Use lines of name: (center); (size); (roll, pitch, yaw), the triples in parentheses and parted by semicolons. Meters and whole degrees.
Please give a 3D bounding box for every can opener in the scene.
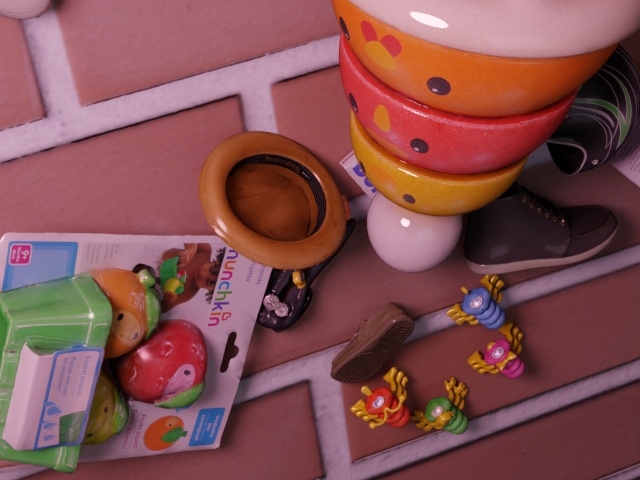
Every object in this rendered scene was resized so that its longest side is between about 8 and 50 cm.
can opener: (-0.022, 0.036, 1.532); (0.059, 0.073, 0.186); (32, 103, 5)

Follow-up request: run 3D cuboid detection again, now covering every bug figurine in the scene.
bug figurine: (0.186, 0.182, 1.679); (0.279, 0.072, 0.216); (-47, 135, 8)

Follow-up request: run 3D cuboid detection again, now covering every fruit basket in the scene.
fruit basket: (-0.232, 0.142, 1.429); (0.353, 0.165, 0.327); (4, 117, -30)

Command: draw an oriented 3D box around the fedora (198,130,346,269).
fedora: (-0.065, -0.036, 1.422); (0.194, 0.194, 0.079); (10, 149, -28)

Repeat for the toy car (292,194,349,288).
toy car: (0.000, 0.000, 1.484); (0.060, 0.040, 0.122); (6, 84, 11)

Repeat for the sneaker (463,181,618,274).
sneaker: (0.299, -0.033, 1.607); (0.222, 0.083, 0.118); (-14, 123, -15)

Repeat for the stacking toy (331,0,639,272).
stacking toy: (0.146, -0.142, 1.357); (0.351, 0.350, 0.479); (-9, 134, -19)

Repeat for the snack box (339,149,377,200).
snack box: (0.098, -0.062, 1.537); (0.064, 0.022, 0.178); (-42, 127, 3)

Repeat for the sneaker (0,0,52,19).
sneaker: (-0.361, -0.284, 1.137); (0.262, 0.121, 0.099); (35, 102, -35)

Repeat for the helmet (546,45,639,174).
helmet: (0.313, -0.172, 1.483); (0.162, 0.169, 0.169); (24, 108, -20)

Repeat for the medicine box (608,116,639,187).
medicine box: (0.550, -0.070, 1.566); (0.263, 0.289, 0.149); (24, 108, -33)

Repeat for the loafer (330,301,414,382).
loafer: (0.069, 0.139, 1.632); (0.056, 0.050, 0.148); (32, 118, -33)
